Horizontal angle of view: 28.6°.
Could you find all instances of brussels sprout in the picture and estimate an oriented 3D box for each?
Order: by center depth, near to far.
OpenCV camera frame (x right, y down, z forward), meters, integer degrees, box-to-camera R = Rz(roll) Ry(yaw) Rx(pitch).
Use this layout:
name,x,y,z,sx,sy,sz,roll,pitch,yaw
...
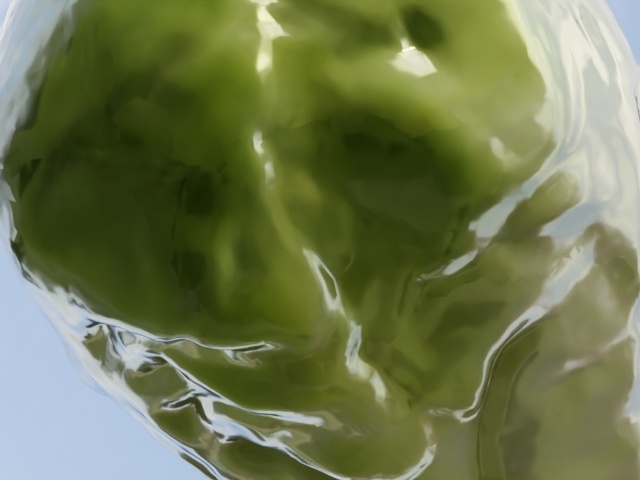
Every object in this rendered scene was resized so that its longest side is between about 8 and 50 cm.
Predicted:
name,x,y,z,sx,sy,sz,roll,pitch,yaw
brussels sprout,-0.002,-0.012,0.497,0.316,0.242,0.274,38,-42,27
